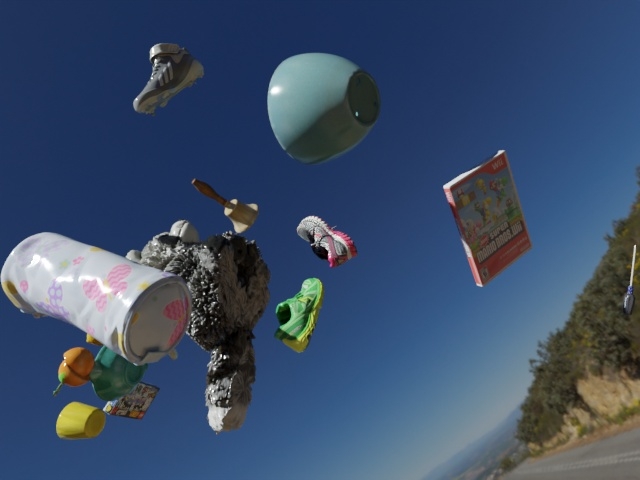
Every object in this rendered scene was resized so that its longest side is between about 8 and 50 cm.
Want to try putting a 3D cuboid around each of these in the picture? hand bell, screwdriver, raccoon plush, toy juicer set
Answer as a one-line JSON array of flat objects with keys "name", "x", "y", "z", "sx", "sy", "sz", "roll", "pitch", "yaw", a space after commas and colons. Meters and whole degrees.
[{"name": "hand bell", "x": -0.347, "y": -0.142, "z": 1.515, "sx": 0.126, "sy": 0.126, "sz": 0.242, "roll": -44, "pitch": -55, "yaw": 11}, {"name": "screwdriver", "x": 0.749, "y": 0.096, "z": 1.035, "sx": 0.025, "sy": 0.024, "sz": 0.169, "roll": -15, "pitch": -70, "yaw": -68}, {"name": "raccoon plush", "x": -0.298, "y": 0.158, "z": 0.920, "sx": 0.299, "sy": 0.446, "sz": 0.216, "roll": -8, "pitch": -33, "yaw": 24}, {"name": "toy juicer set", "x": -0.443, "y": 0.246, "z": 0.933, "sx": 0.329, "sy": 0.090, "sz": 0.209, "roll": -48, "pitch": -45, "yaw": -68}]

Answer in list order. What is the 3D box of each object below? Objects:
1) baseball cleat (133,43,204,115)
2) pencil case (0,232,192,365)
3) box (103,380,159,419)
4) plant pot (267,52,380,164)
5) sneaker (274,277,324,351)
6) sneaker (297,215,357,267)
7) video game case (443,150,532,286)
[{"name": "baseball cleat", "x": -0.343, "y": -0.348, "z": 0.918, "sx": 0.072, "sy": 0.109, "sz": 0.206, "roll": -28, "pitch": 20, "yaw": 46}, {"name": "pencil case", "x": -0.312, "y": 0.074, "z": 0.596, "sx": 0.124, "sy": 0.273, "sz": 0.113, "roll": -67, "pitch": -25, "yaw": -20}, {"name": "box", "x": -0.502, "y": 0.425, "z": 1.154, "sx": 0.094, "sy": 0.027, "sz": 0.137, "roll": -61, "pitch": -26, "yaw": -18}, {"name": "plant pot", "x": 0.037, "y": -0.348, "z": 1.110, "sx": 0.290, "sy": 0.195, "sz": 0.290, "roll": -4, "pitch": -84, "yaw": -46}, {"name": "sneaker", "x": -0.063, "y": 0.199, "z": 1.289, "sx": 0.295, "sy": 0.124, "sz": 0.109, "roll": -72, "pitch": 5, "yaw": -60}, {"name": "sneaker", "x": 0.000, "y": 0.000, "z": 1.588, "sx": 0.112, "sy": 0.299, "sz": 0.120, "roll": -35, "pitch": -54, "yaw": -22}, {"name": "video game case", "x": 0.430, "y": -0.054, "z": 1.085, "sx": 0.204, "sy": 0.025, "sz": 0.285, "roll": -32, "pitch": -71, "yaw": -20}]
